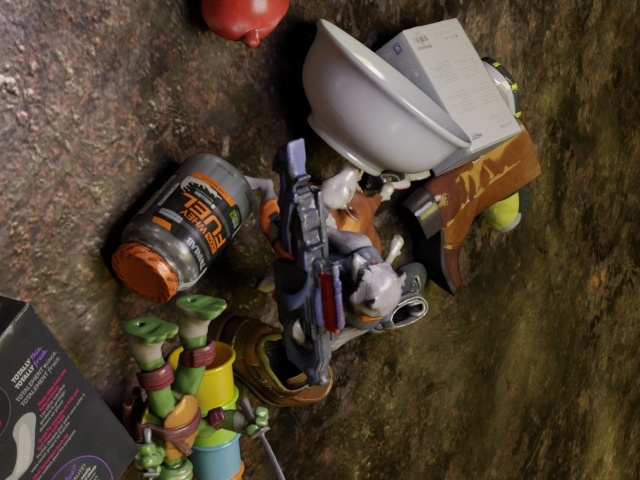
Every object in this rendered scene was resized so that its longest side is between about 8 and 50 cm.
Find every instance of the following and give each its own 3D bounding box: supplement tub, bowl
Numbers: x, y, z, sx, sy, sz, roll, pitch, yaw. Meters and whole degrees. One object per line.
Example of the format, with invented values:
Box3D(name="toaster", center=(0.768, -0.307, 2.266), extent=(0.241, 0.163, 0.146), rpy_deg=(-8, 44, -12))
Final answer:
Box3D(name="supplement tub", center=(-0.180, -0.015, 1.491), extent=(0.190, 0.117, 0.117), rpy_deg=(-54, 138, -34))
Box3D(name="bowl", center=(0.074, -0.192, 1.730), extent=(0.134, 0.298, 0.298), rpy_deg=(-50, 148, 13))

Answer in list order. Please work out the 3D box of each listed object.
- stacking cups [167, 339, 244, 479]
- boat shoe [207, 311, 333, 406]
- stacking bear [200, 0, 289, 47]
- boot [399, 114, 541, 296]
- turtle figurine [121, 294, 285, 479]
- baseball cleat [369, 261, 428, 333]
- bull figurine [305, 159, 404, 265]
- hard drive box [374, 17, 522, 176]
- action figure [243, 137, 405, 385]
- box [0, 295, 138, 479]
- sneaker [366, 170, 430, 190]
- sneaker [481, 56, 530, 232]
Box3D(name="stacking cups", center=(-0.159, 0.303, 1.638), extent=(0.096, 0.096, 0.316), rpy_deg=(-31, 127, -49))
Box3D(name="boat shoe", center=(-0.052, 0.197, 1.742), extent=(0.307, 0.104, 0.111), rpy_deg=(30, 73, -54))
Box3D(name="stacking bear", center=(-0.096, -0.402, 1.491), extent=(0.164, 0.175, 0.289), rpy_deg=(-16, 120, -37))
Box3D(name="boot", center=(0.290, -0.059, 2.110), extent=(0.280, 0.096, 0.264), rpy_deg=(-38, 126, -16))
Box3D(name="turtle figurine", center=(-0.149, 0.223, 1.435), extent=(0.198, 0.275, 0.266), rpy_deg=(-8, 112, -15))
Box3D(name="baseball cleat", center=(0.159, 0.103, 2.024), extent=(0.206, 0.109, 0.072), rpy_deg=(-47, 120, -43))
Box3D(name="bull figurine", center=(0.053, -0.014, 1.843), extent=(0.188, 0.101, 0.310), rpy_deg=(-46, 141, -46))
Box3D(name="hard drive box", center=(0.213, -0.246, 1.933), extent=(0.181, 0.089, 0.232), rpy_deg=(-23, 82, -49))
Box3D(name="action figure", center=(0.000, 0.000, 1.562), extent=(0.178, 0.330, 0.341), rpy_deg=(-16, 119, -29))
Box3D(name="box", center=(-0.351, 0.201, 1.268), extent=(0.165, 0.143, 0.270), rpy_deg=(-55, 139, -31))
Box3D(name="sneaker", center=(0.128, -0.132, 1.972), extent=(0.178, 0.072, 0.077), rpy_deg=(-28, 112, -61))
Box3D(name="sneaker", center=(0.298, -0.164, 2.176), extent=(0.147, 0.145, 0.385), rpy_deg=(-29, 129, -14))
